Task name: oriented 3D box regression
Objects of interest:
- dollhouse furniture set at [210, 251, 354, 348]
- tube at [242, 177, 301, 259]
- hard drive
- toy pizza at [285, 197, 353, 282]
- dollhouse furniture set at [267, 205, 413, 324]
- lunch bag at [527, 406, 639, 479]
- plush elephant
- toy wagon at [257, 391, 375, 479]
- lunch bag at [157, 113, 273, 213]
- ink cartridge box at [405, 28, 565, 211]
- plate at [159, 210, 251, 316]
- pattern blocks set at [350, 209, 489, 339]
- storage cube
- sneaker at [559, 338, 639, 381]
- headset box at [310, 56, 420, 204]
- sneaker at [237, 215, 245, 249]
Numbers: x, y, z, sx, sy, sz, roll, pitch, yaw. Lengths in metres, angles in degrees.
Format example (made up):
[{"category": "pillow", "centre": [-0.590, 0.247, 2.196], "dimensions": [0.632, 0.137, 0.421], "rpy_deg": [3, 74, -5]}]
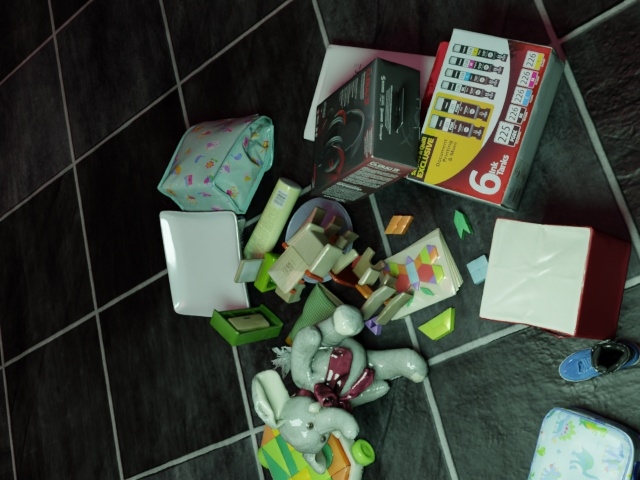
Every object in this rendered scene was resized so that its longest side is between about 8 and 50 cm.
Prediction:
[{"category": "dollhouse furniture set", "centre": [-0.081, 0.182, 1.857], "dimensions": [0.301, 0.151, 0.197], "rpy_deg": [38, 117, 36]}, {"category": "tube", "centre": [-0.122, -0.037, 2.015], "dimensions": [0.070, 0.062, 0.240], "rpy_deg": [-90, 25, -71]}, {"category": "hard drive", "centre": [0.131, -0.311, 1.864], "dimensions": [0.353, 0.047, 0.233], "rpy_deg": [18, 94, 39]}, {"category": "toy pizza", "centre": [0.000, 0.000, 1.922], "dimensions": [0.201, 0.032, 0.201], "rpy_deg": [-7, 79, 38]}, {"category": "dollhouse furniture set", "centre": [0.022, 0.059, 1.716], "dimensions": [0.135, 0.259, 0.262], "rpy_deg": [-49, 56, 13]}, {"category": "lunch bag", "centre": [0.462, 0.414, 1.443], "dimensions": [0.176, 0.090, 0.219], "rpy_deg": [15, 92, 40]}, {"category": "plush elephant", "centre": [0.008, 0.314, 1.662], "dimensions": [0.330, 0.272, 0.255], "rpy_deg": [-16, 47, 35]}, {"category": "toy wagon", "centre": [-0.002, 0.505, 1.810], "dimensions": [0.267, 0.068, 0.344], "rpy_deg": [-41, 59, 26]}, {"category": "lunch bag", "centre": [-0.249, -0.201, 2.070], "dimensions": [0.223, 0.160, 0.262], "rpy_deg": [0, 55, 39]}, {"category": "ink cartridge box", "centre": [0.296, -0.243, 1.637], "dimensions": [0.272, 0.130, 0.309], "rpy_deg": [19, 94, 27]}, {"category": "plate", "centre": [-0.284, 0.058, 2.087], "dimensions": [0.277, 0.045, 0.278], "rpy_deg": [1, 103, 38]}, {"category": "pattern blocks set", "centre": [0.202, 0.075, 1.752], "dimensions": [0.325, 0.026, 0.285], "rpy_deg": [-43, 59, 25]}, {"category": "storage cube", "centre": [0.419, 0.067, 1.474], "dimensions": [0.184, 0.193, 0.215], "rpy_deg": [9, 89, 39]}, {"category": "sneaker", "centre": [0.484, 0.214, 1.465], "dimensions": [0.152, 0.085, 0.058], "rpy_deg": [-20, 70, 35]}, {"category": "headset box", "centre": [0.097, -0.222, 1.691], "dimensions": [0.293, 0.110, 0.218], "rpy_deg": [-26, 57, 59]}, {"category": "sneaker", "centre": [-0.213, 0.001, 2.086], "dimensions": [0.058, 0.052, 0.135], "rpy_deg": [37, 114, 30]}]
